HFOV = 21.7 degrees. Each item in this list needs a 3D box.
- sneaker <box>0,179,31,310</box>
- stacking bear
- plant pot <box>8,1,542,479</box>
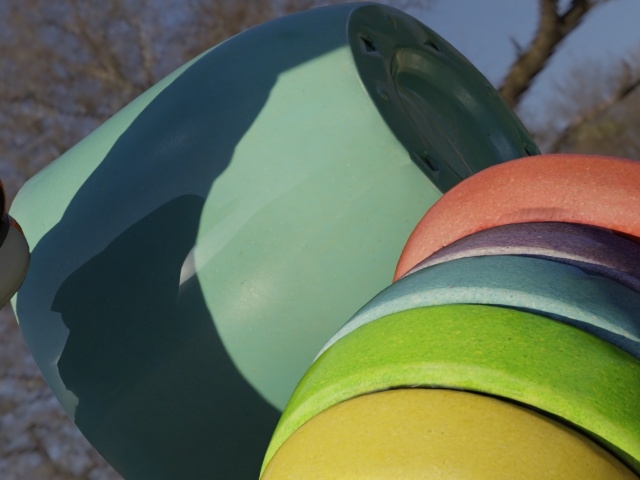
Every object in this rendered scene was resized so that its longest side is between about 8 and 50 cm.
[{"bbox_3d":[-0.285,0.027,0.765,0.321,0.124,0.180,-52,-50,-38],"label":"sneaker"},{"bbox_3d":[0.049,0.106,0.485,0.175,0.164,0.289,-55,-1,38],"label":"stacking bear"},{"bbox_3d":[0.000,0.000,0.989,0.235,0.293,0.293,-41,-17,27],"label":"plant pot"}]
